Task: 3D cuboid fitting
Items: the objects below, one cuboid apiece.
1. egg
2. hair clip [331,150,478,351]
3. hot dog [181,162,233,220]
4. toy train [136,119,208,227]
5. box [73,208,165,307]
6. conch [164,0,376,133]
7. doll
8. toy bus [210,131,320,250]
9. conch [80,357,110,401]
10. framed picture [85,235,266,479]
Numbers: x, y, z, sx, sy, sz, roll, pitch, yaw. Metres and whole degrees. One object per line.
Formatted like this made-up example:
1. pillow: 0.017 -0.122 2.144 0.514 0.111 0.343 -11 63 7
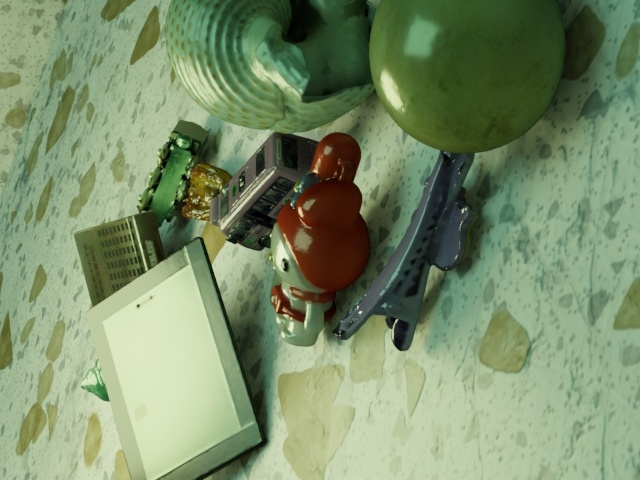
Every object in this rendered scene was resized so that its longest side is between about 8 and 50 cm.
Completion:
1. egg: 0.165 -0.234 1.474 0.218 0.218 0.295 -43 33 43
2. hair clip: 0.119 0.011 1.571 0.278 0.090 0.137 -59 21 11
3. hot dog: -0.195 -0.080 2.221 0.147 0.065 0.099 15 91 61
4. toy train: -0.264 -0.117 2.345 0.125 0.081 0.194 -68 4 -60
5. box: -0.361 0.051 2.388 0.325 0.047 0.180 -11 94 60
6. conch: -0.062 -0.257 1.857 0.319 0.303 0.215 65 148 35
7. doll: 0.000 0.000 1.736 0.161 0.130 0.290 -110 31 -59
8. toy bus: -0.077 -0.071 1.945 0.199 0.108 0.096 -44 38 43
9. conch: -0.288 0.195 2.118 0.202 0.196 0.134 -42 53 -16
10. framed picture: -0.226 0.201 1.971 0.265 0.016 0.347 -34 63 27
